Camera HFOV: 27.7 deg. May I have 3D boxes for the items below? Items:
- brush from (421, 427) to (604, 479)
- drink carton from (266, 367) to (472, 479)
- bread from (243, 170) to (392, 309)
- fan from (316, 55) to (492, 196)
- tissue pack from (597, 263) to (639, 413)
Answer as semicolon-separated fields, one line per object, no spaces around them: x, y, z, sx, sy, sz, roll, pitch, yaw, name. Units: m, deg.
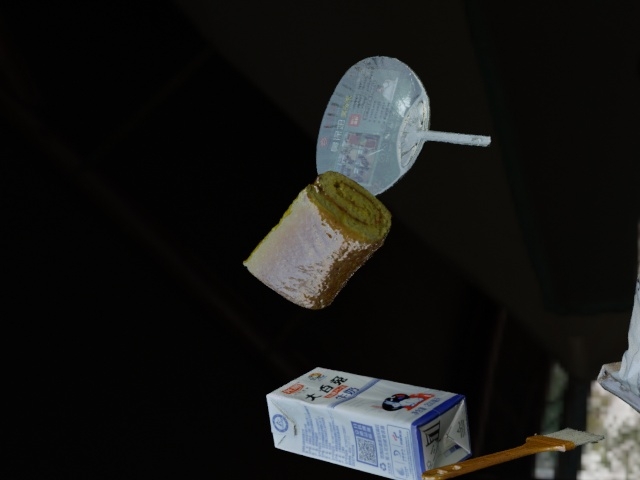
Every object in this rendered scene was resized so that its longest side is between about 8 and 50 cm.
0.277;0.317;1.921;0.314;0.090;0.017;-9;-87;-31;brush
0.072;0.283;2.032;0.131;0.315;0.106;-22;-69;-44;drink carton
0.000;0.000;1.681;0.172;0.132;0.103;-51;8;40;bread
0.095;-0.139;1.913;0.223;0.294;0.012;-52;-38;12;fan
0.581;0.210;1.871;0.195;0.390;0.375;-32;-36;-28;tissue pack
